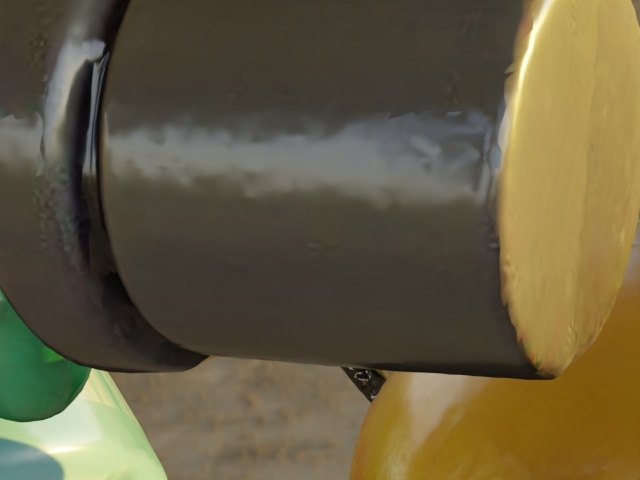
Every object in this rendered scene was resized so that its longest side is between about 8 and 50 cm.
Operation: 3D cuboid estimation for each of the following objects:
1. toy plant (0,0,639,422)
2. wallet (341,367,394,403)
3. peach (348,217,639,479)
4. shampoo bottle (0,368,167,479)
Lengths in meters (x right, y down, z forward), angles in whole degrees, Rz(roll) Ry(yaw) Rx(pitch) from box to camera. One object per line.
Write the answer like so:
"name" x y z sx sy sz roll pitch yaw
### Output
"toy plant" -0.084 -0.038 0.699 0.400 0.279 0.185 8 46 28
"wallet" 0.000 0.000 1.388 0.044 0.170 0.321 -23 21 7
"peach" 0.168 0.144 0.785 0.289 0.289 0.308 -21 62 -32
"shampoo bottle" -0.302 0.097 1.033 0.331 0.331 0.343 -19 59 -30
